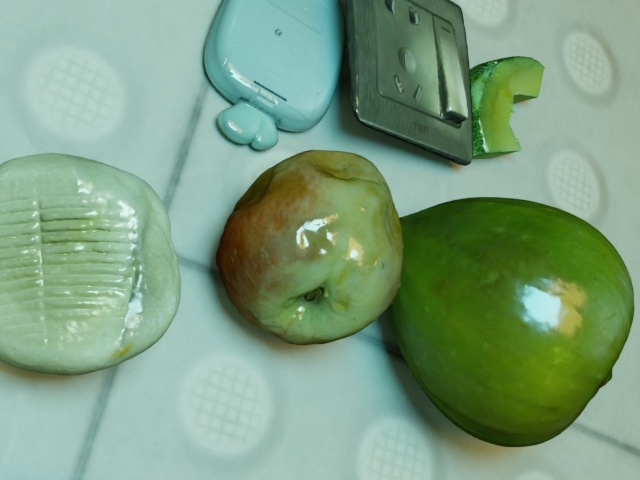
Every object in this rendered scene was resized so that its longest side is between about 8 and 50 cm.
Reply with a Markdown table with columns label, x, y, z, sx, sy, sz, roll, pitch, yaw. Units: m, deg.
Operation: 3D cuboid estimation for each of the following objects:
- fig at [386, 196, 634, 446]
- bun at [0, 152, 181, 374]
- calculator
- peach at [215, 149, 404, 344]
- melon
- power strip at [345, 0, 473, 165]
| label | x | y | z | sx | sy | sz | roll | pitch | yaw |
| --- | --- | --- | --- | --- | --- | --- | --- | --- | --- |
| fig | 0.211 | 0.080 | 1.090 | 0.316 | 0.316 | 0.316 | 10 | 70 | -30 |
| bun | -0.247 | 0.025 | 0.894 | 0.229 | 0.145 | 0.229 | 0 | 91 | -2 |
| calculator | -0.054 | -0.245 | 1.152 | 0.184 | 0.042 | 0.295 | 28 | 61 | -22 |
| peach | 0.000 | 0.000 | 1.026 | 0.214 | 0.214 | 0.235 | 36 | 43 | -18 |
| melon | 0.264 | -0.203 | 1.332 | 0.118 | 0.064 | 0.209 | 31 | 63 | -27 |
| power strip | 0.109 | -0.241 | 1.225 | 0.251 | 0.092 | 0.257 | 11 | 68 | -38 |
